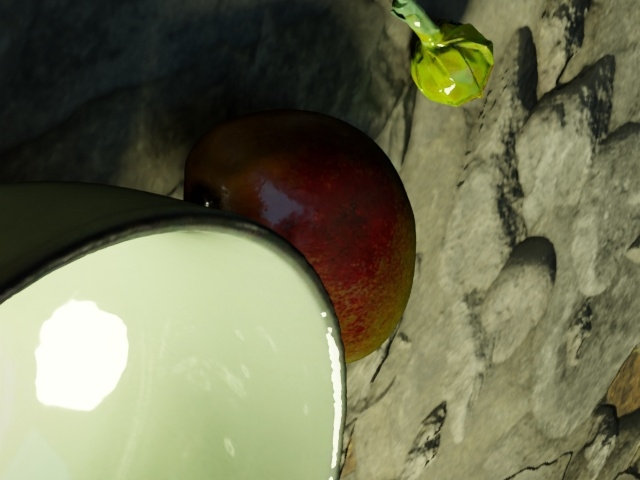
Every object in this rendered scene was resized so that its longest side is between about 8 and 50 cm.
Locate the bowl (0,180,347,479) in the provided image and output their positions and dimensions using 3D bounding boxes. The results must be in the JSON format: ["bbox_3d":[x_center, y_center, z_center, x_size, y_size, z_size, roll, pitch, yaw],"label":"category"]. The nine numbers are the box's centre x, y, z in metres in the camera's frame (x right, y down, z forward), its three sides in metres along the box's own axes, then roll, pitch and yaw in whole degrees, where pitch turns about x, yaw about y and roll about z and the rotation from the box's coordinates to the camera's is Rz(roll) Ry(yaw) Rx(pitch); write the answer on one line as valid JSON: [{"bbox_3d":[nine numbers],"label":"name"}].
[{"bbox_3d":[-0.169,0.119,0.709,0.354,0.185,0.354,-31,134,-39],"label":"bowl"}]

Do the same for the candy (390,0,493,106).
[{"bbox_3d":[0.059,-0.155,0.974,0.058,0.062,0.194,-24,139,19],"label":"candy"}]

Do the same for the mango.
[{"bbox_3d":[0.000,0.000,0.933,0.133,0.111,0.267,-67,153,-16],"label":"mango"}]
